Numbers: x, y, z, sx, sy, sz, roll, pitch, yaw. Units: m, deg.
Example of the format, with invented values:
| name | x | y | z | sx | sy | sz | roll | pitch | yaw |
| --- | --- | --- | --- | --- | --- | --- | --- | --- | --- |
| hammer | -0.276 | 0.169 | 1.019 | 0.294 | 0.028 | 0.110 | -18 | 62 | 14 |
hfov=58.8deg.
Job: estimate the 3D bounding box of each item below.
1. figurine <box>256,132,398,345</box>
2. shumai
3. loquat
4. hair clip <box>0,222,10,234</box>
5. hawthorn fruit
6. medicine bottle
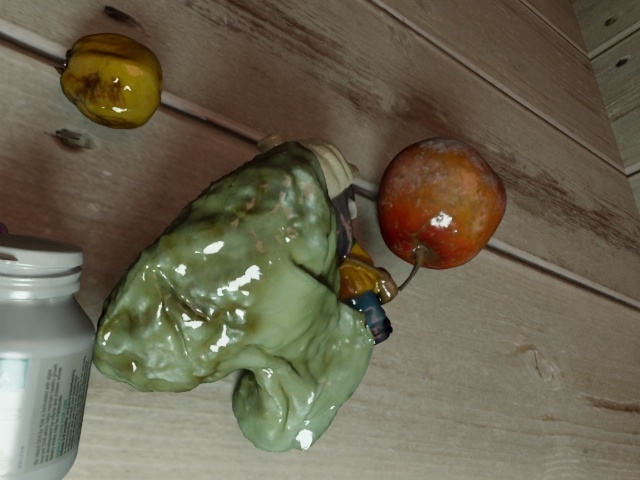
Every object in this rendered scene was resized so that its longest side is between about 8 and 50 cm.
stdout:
| name | x | y | z | sx | sy | sz | roll | pitch | yaw |
| --- | --- | --- | --- | --- | --- | --- | --- | --- | --- |
| figurine | -0.004 | 0.004 | 0.839 | 0.204 | 0.185 | 0.333 | 42 | 27 | -69 |
| shumai | -0.049 | 0.081 | 0.655 | 0.288 | 0.330 | 0.292 | 44 | 20 | 0 |
| loquat | -0.278 | -0.213 | 0.760 | 0.137 | 0.113 | 0.137 | 6 | 70 | -16 |
| hair clip | -0.388 | 0.001 | 0.548 | 0.278 | 0.137 | 0.091 | 7 | 99 | -39 |
| hawthorn fruit | 0.210 | -0.055 | 1.051 | 0.234 | 0.263 | 0.231 | 17 | 21 | -45 |
| medicine bottle | -0.278 | 0.107 | 0.513 | 0.134 | 0.135 | 0.216 | 7 | 96 | -40 |
